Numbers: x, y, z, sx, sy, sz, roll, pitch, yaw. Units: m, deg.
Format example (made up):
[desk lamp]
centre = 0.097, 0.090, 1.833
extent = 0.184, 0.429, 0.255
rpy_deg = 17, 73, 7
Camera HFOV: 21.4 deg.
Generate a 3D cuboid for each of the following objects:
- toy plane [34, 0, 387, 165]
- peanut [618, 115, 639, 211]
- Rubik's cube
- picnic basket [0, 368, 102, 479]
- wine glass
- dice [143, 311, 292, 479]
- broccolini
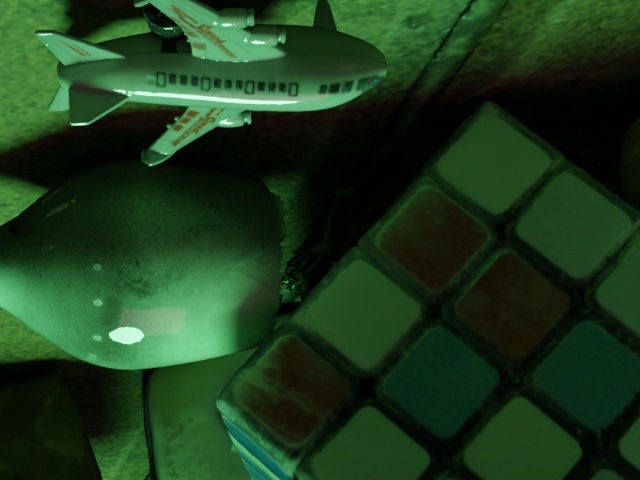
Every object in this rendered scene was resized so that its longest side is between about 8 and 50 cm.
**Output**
[toy plane]
centre = -0.053, -0.088, 0.850
extent = 0.171, 0.066, 0.162
rpy_deg = -9, 156, -8
[peanut]
centre = 0.290, -0.010, 1.088
extent = 0.147, 0.148, 0.319
rpy_deg = -20, 153, 20
[Rubik's cube]
centre = 0.116, 0.117, 1.047
extent = 0.253, 0.259, 0.256
rpy_deg = -45, 163, -12
[picnic basket]
centre = -0.304, 0.273, 1.292
extent = 0.321, 0.291, 0.254
rpy_deg = -18, 160, -14
[wine glass]
centre = -0.146, 0.016, 0.978
extent = 0.241, 0.126, 0.126
rpy_deg = 0, 155, -16
[dice]
centre = 0.024, 0.226, 1.349
extent = 0.304, 0.277, 0.304
rpy_deg = -8, 159, -9
[broccolini]
centre = 0.000, 0.000, 1.138
extent = 0.035, 0.030, 0.140
rpy_deg = 26, 150, 5
